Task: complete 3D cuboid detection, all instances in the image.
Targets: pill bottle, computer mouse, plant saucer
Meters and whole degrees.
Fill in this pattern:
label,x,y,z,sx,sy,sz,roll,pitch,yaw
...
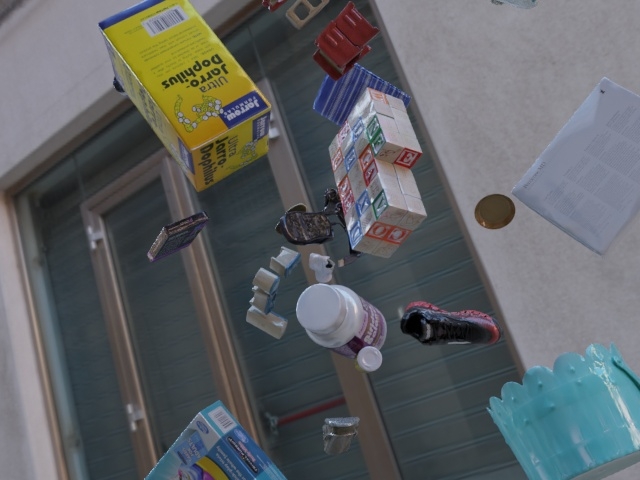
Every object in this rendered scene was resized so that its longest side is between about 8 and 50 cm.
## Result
label,x,y,z,sx,sy,sz,roll,pitch,yaw
pill bottle,0.056,0.216,1.695,0.169,0.169,0.301,-23,-28,17
pill bottle,0.123,0.317,1.657,0.065,0.065,0.116,-16,-14,-8
computer mouse,0.000,0.000,1.751,0.262,0.184,0.060,-14,-15,-41
plant saucer,0.362,-0.063,1.308,0.083,0.083,0.015,-24,24,18

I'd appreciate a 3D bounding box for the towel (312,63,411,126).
label,x,y,z,sx,sy,sz,roll,pitch,yaw
towel,0.147,-0.516,2.360,0.040,0.336,0.243,-38,-21,-57

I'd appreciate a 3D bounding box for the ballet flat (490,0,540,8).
label,x,y,z,sx,sy,sz,roll,pitch,yaw
ballet flat,0.566,-0.781,1.942,0.139,0.139,0.400,-19,28,3

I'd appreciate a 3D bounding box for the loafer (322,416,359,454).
label,x,y,z,sx,sy,sz,roll,pitch,yaw
loafer,0.055,0.518,1.655,0.094,0.087,0.251,-2,-23,-3

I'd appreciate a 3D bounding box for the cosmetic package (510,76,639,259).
label,x,y,z,sx,sy,sz,roll,pitch,yaw
cosmetic package,0.725,-0.184,1.604,0.377,0.284,0.097,-52,-29,10

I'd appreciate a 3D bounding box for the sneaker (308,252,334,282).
label,x,y,z,sx,sy,sz,roll,pitch,yaw
sneaker,0.013,0.086,1.840,0.061,0.053,0.152,3,-25,19

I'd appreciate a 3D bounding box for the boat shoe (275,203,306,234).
label,x,y,z,sx,sy,sz,roll,pitch,yaw
boat shoe,-0.101,-0.082,2.205,0.153,0.056,0.048,-48,11,31

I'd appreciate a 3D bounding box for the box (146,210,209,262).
label,x,y,z,sx,sy,sz,roll,pitch,yaw
box,-0.344,-0.009,1.508,0.116,0.029,0.162,-28,-7,-38

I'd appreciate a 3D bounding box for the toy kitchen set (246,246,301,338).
label,x,y,z,sx,sy,sz,roll,pitch,yaw
toy kitchen set,-0.117,0.155,1.884,0.166,0.122,0.207,-48,-20,-45

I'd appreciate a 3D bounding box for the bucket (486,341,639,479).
label,x,y,z,sx,sy,sz,roll,pitch,yaw
bucket,0.463,0.329,1.133,0.281,0.183,0.281,-16,-32,-10

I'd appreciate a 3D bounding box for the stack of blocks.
label,x,y,z,sx,sy,sz,roll,pitch,yaw
stack of blocks,0.113,-0.136,1.226,0.087,0.297,0.171,14,-46,-26

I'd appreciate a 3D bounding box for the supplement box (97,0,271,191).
label,x,y,z,sx,sy,sz,roll,pitch,yaw
supplement box,-0.284,-0.320,1.342,0.195,0.356,0.194,-33,-14,-17

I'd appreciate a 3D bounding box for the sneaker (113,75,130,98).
label,x,y,z,sx,sy,sz,roll,pitch,yaw
sneaker,-0.523,-0.501,1.794,0.080,0.211,0.081,18,-14,17

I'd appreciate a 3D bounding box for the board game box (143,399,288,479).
label,x,y,z,sx,sy,sz,roll,pitch,yaw
board game box,-0.248,0.561,1.384,0.336,0.254,0.079,-52,-16,23

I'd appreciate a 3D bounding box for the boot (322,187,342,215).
label,x,y,z,sx,sy,sz,roll,pitch,yaw
boot,0.125,-0.120,1.858,0.229,0.091,0.263,8,-27,-9

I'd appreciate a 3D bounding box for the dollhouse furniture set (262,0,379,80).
label,x,y,z,sx,sy,sz,roll,pitch,yaw
dollhouse furniture set,-0.021,-0.653,1.799,0.152,0.374,0.201,-45,6,0

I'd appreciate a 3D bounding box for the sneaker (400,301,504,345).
label,x,y,z,sx,sy,sz,roll,pitch,yaw
sneaker,0.331,0.231,1.642,0.276,0.097,0.135,8,15,31
